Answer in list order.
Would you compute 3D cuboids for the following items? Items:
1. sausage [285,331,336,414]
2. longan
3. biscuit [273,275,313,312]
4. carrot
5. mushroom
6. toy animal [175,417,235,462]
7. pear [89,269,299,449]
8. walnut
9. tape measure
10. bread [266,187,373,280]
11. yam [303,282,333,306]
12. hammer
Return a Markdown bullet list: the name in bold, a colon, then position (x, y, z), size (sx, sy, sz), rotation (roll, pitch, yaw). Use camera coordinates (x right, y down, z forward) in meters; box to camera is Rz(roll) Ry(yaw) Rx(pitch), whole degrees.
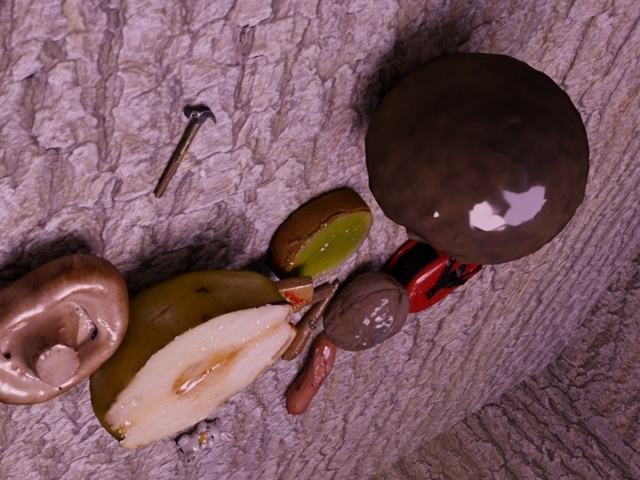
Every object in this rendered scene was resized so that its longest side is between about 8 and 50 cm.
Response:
- **sausage**: position (-0.020, 0.343, 2.432), size (0.078, 0.078, 0.304), rotation (-17, 147, -39)
- **longan**: position (0.266, -0.138, 1.656), size (0.391, 0.391, 0.391), rotation (-31, 154, -17)
- **biscuit**: position (-0.103, 0.126, 1.883), size (0.238, 0.041, 0.212), rotation (-25, 152, 36)
- **carrot**: position (-0.023, 0.186, 2.211), size (0.049, 0.049, 0.254), rotation (-2, 131, -53)
- **mushroom**: position (-0.419, 0.136, 1.454), size (0.278, 0.146, 0.278), rotation (-24, 142, -21)
- **toy animal**: position (-0.281, 0.480, 2.301), size (0.124, 0.071, 0.085), rotation (-35, 154, -10)
- **pear**: position (-0.248, 0.174, 1.692), size (0.386, 0.191, 0.340), rotation (-32, 152, -18)
- **walnut**: position (0.103, 0.171, 2.214), size (0.230, 0.178, 0.178), rotation (-37, 158, 23)
- **tape measure**: position (0.274, 0.070, 2.333), size (0.260, 0.114, 0.253), rotation (-40, 155, 1)
- **bread**: position (0.000, 0.000, 1.891), size (0.236, 0.070, 0.236), rotation (-33, 155, -17)
- **yam**: position (-0.030, 0.130, 2.114), size (0.145, 0.032, 0.032), rotation (-20, 149, -34)
- **hammer**: position (-0.210, -0.133, 1.444), size (0.062, 0.017, 0.182), rotation (-11, 144, -46)
